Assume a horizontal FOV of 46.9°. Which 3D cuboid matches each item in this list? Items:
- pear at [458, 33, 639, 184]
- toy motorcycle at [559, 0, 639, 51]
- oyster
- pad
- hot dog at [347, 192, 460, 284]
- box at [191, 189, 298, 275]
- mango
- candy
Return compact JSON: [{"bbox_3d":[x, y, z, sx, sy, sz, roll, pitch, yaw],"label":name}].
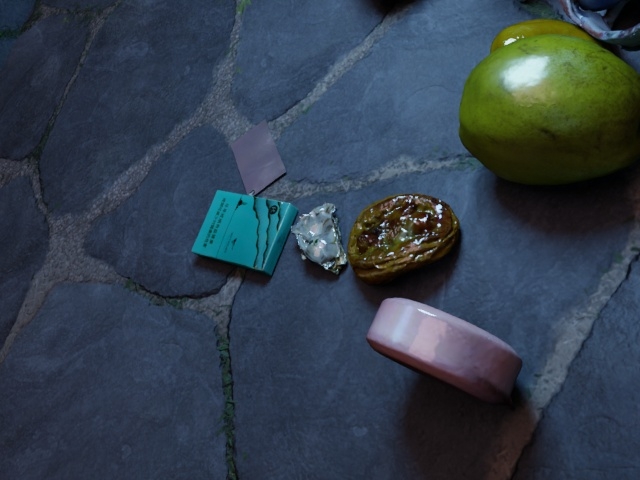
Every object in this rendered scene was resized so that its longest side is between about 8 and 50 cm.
[{"bbox_3d":[0.387,-0.214,1.234,0.307,0.253,0.253,16,77,28],"label":"pear"},{"bbox_3d":[0.540,-0.443,1.212,0.182,0.319,0.241,-17,95,-8],"label":"toy motorcycle"},{"bbox_3d":[-0.003,0.000,1.509,0.108,0.053,0.165,-16,51,5],"label":"oyster"},{"bbox_3d":[-0.147,-0.193,1.729,0.113,0.006,0.187,-35,51,16],"label":"pad"},{"bbox_3d":[0.148,-0.002,1.383,0.227,0.099,0.160,-25,57,18],"label":"hot dog"},{"bbox_3d":[-0.171,-0.021,1.636,0.226,0.042,0.161,12,76,37],"label":"box"},{"bbox_3d":[0.426,-0.345,1.363,0.227,0.099,0.136,12,71,29],"label":"mango"},{"bbox_3d":[0.200,0.178,1.168,0.255,0.255,0.094,19,79,38],"label":"candy"}]
